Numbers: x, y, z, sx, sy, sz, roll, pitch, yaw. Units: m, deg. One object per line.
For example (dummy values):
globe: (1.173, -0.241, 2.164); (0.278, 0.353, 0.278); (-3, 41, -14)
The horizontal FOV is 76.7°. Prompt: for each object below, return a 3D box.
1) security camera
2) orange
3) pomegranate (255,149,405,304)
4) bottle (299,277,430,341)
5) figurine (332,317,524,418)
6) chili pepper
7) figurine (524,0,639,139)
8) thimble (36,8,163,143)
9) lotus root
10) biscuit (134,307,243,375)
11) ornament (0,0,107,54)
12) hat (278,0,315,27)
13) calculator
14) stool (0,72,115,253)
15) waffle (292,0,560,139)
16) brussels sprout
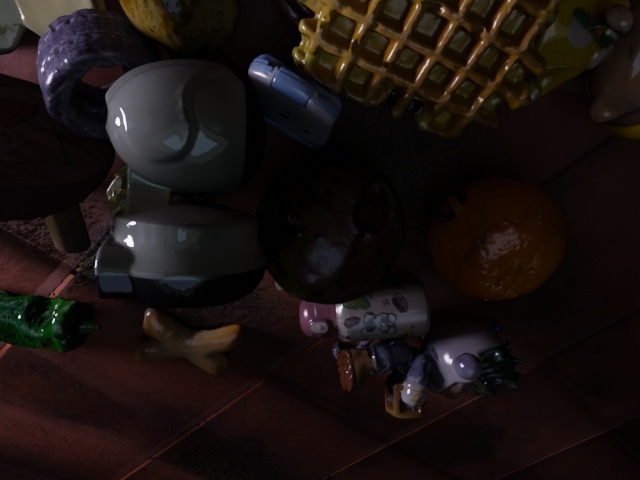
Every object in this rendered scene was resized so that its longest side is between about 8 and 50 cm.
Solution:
security camera: (-0.159, -0.074, 0.498); (0.191, 0.197, 0.277); (0, 100, -15)
orange: (0.294, -0.004, 0.691); (0.219, 0.193, 0.219); (3, 115, 6)
pomegranate: (0.012, -0.013, 0.669); (0.242, 0.242, 0.306); (0, 169, -5)
bottle: (0.084, 0.145, 0.818); (0.253, 0.120, 0.120); (-6, 125, -1)
figurine: (0.234, 0.268, 0.861); (0.381, 0.261, 0.186); (-5, 86, -11)
chili pepper: (-0.555, 0.153, 0.777); (0.270, 0.099, 0.136); (5, 116, -4)
figurine: (0.392, -0.262, 0.530); (0.343, 0.187, 0.215); (15, 132, -8)
thimble: (-0.273, -0.208, 0.521); (0.150, 0.098, 0.150); (-23, 154, -12)
lotus root: (-0.169, -0.316, 0.460); (0.138, 0.138, 0.214); (-8, 130, 0)
biscuit: (-0.290, 0.229, 0.888); (0.207, 0.047, 0.164); (17, 123, -17)
ornament: (-0.379, -0.325, 0.486); (0.201, 0.059, 0.180); (-8, 124, -3)
hat: (0.085, -0.320, 0.497); (0.236, 0.107, 0.286); (-39, 117, 22)
calculator: (-0.035, -0.176, 0.545); (0.121, 0.210, 0.039); (32, 88, -5)
stool: (-0.428, -0.084, 0.520); (0.272, 0.272, 0.178); (21, 124, -19)
waffle: (0.122, -0.227, 0.463); (0.309, 0.065, 0.283); (-12, 133, 18)
brussels sprout: (-0.244, -0.068, 0.638); (0.151, 0.122, 0.149); (14, 97, -17)
